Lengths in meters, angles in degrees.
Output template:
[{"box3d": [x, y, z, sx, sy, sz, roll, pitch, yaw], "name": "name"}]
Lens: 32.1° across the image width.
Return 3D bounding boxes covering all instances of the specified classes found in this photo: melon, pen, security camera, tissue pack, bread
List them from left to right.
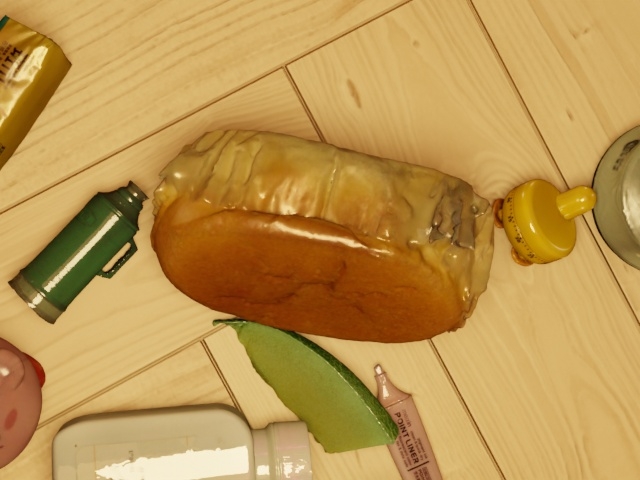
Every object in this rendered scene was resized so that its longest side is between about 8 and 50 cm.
[{"box3d": [-0.368, -0.163, 1.285, 0.082, 0.120, 0.169, 33, 85, -4], "name": "tissue pack"}, {"box3d": [-0.022, 0.171, 1.357, 0.261, 0.053, 0.114, 40, 121, 5], "name": "melon"}, {"box3d": [0.002, 0.005, 1.283, 0.388, 0.236, 0.183, 12, 68, 6], "name": "bread"}, {"box3d": [0.107, 0.244, 1.381, 0.053, 0.032, 0.197, -24, 94, -6], "name": "pen"}, {"box3d": [0.448, -0.055, 1.303, 0.191, 0.277, 0.197, 38, 86, -6], "name": "security camera"}]

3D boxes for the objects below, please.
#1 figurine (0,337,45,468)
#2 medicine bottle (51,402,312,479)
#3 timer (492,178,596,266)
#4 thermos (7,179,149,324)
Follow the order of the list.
[{"box3d": [-0.398, 0.184, 1.253, 0.173, 0.173, 0.173, 0, 89, -7], "name": "figurine"}, {"box3d": [-0.160, 0.276, 1.312, 0.296, 0.111, 0.161, -5, 92, -5], "name": "medicine bottle"}, {"box3d": [0.278, -0.027, 1.366, 0.107, 0.109, 0.107, 23, 55, -37], "name": "timer"}, {"box3d": [-0.274, 0.010, 1.317, 0.083, 0.073, 0.188, 43, 85, -3], "name": "thermos"}]
